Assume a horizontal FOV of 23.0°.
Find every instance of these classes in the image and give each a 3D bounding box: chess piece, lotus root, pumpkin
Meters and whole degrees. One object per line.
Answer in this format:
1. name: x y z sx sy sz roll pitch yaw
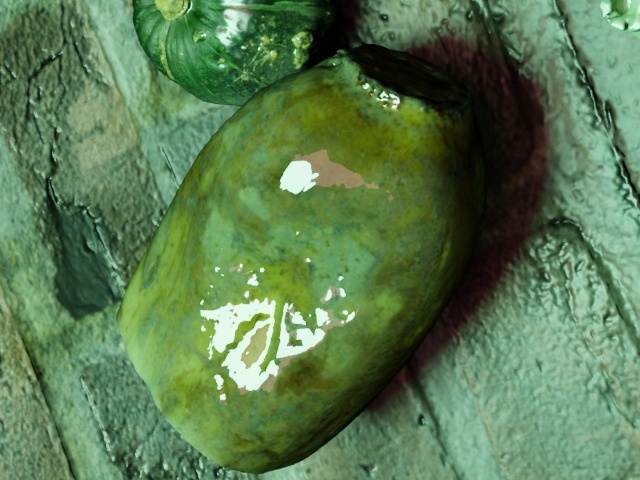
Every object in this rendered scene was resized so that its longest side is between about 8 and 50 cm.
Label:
1. chess piece: 0.247 -0.180 1.190 0.067 0.103 0.067 6 103 27
2. lotus root: 0.000 0.000 1.282 0.250 0.250 0.346 40 120 16
3. pumpkin: -0.075 -0.204 1.332 0.190 0.146 0.190 5 102 25
